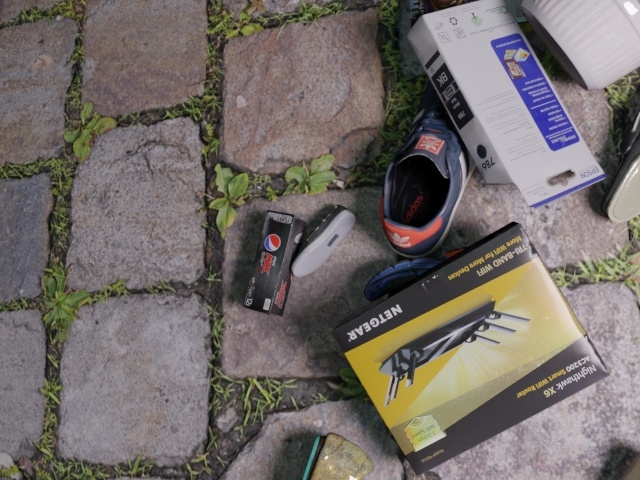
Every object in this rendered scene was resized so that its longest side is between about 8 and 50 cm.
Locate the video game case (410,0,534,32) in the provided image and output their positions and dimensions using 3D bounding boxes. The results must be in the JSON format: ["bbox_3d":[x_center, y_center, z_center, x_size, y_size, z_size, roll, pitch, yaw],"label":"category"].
[{"bbox_3d":[0.255,-0.449,1.219,0.210,0.042,0.232,-5,76,18],"label":"video game case"}]

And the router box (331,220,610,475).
[{"bbox_3d":[0.209,0.153,1.036,0.308,0.081,0.243,-32,89,10],"label":"router box"}]

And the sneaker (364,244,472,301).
[{"bbox_3d":[0.173,0.067,1.109,0.221,0.083,0.087,-14,79,18],"label":"sneaker"}]

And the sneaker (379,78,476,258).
[{"bbox_3d":[0.182,-0.147,1.117,0.131,0.148,0.350,13,82,21],"label":"sneaker"}]

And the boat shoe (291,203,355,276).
[{"bbox_3d":[0.000,0.000,1.204,0.142,0.049,0.040,-47,49,2],"label":"boat shoe"}]

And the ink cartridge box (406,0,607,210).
[{"bbox_3d":[0.277,-0.202,1.083,0.165,0.065,0.333,-20,78,-26],"label":"ink cartridge box"}]

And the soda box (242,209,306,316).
[{"bbox_3d":[-0.076,0.039,1.209,0.053,0.060,0.169,12,82,22],"label":"soda box"}]

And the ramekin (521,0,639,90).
[{"bbox_3d":[0.388,-0.318,1.061,0.109,0.207,0.207,-38,68,16],"label":"ramekin"}]

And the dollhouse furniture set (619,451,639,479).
[{"bbox_3d":[0.518,0.454,0.909,0.303,0.198,0.286,22,109,-8],"label":"dollhouse furniture set"}]

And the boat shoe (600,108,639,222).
[{"bbox_3d":[0.480,-0.134,1.064,0.233,0.084,0.079,-62,30,5],"label":"boat shoe"}]

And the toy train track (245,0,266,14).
[{"bbox_3d":[-0.103,-0.451,1.359,0.083,0.014,0.048,-37,61,1],"label":"toy train track"}]

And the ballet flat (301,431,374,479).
[{"bbox_3d":[-0.016,0.462,1.068,0.123,0.123,0.349,21,85,22],"label":"ballet flat"}]

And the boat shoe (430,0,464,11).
[{"bbox_3d":[0.178,-0.454,1.192,0.064,0.060,0.178,-31,68,12],"label":"boat shoe"}]
